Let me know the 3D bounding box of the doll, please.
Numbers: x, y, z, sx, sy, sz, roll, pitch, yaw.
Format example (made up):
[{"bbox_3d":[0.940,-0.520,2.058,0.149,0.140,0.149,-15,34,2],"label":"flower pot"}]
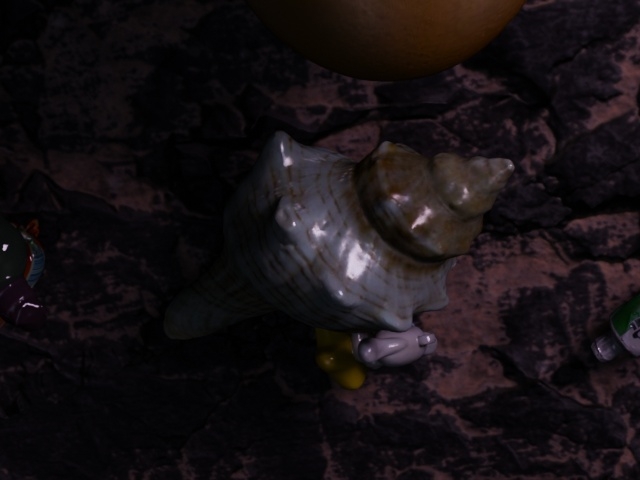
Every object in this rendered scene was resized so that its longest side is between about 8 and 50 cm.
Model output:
[{"bbox_3d":[0.051,0.102,1.570,0.113,0.135,0.071,-6,88,5],"label":"doll"}]

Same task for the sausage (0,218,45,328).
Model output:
[{"bbox_3d":[-0.342,0.070,1.647,0.083,0.083,0.264,35,118,-13],"label":"sausage"}]

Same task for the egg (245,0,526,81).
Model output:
[{"bbox_3d":[0.050,-0.284,1.239,0.283,0.282,0.351,1,125,9],"label":"egg"}]

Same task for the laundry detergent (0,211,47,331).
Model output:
[{"bbox_3d":[-0.336,0.014,1.550,0.222,0.078,0.144,45,113,17],"label":"laundry detergent"}]

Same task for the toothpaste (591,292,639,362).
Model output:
[{"bbox_3d":[0.347,0.037,1.532,0.248,0.047,0.078,-37,111,25],"label":"toothpaste"}]

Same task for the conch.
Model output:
[{"bbox_3d":[-0.003,0.000,1.499,0.386,0.169,0.203,-21,87,17],"label":"conch"}]
